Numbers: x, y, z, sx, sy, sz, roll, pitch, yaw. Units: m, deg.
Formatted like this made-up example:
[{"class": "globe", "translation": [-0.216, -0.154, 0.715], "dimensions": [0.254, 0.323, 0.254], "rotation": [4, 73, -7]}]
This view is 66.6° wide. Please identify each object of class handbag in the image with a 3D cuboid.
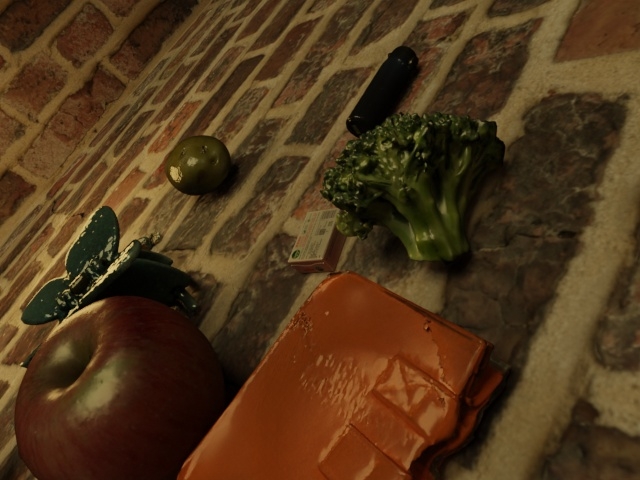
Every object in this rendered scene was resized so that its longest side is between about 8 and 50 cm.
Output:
[{"class": "handbag", "translation": [0.017, 0.253, 0.639], "dimensions": [0.410, 0.116, 0.303], "rotation": [-52, 41, -9]}]

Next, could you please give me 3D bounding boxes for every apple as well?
[{"class": "apple", "translation": [-0.308, 0.260, 0.796], "dimensions": [0.345, 0.269, 0.344], "rotation": [-22, 42, 21]}]

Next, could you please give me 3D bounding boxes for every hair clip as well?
[{"class": "hair clip", "translation": [-0.447, 0.142, 1.059], "dimensions": [0.318, 0.238, 0.392], "rotation": [-52, 35, -10]}]

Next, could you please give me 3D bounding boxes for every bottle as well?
[{"class": "bottle", "translation": [0.146, -0.342, 1.113], "dimensions": [0.082, 0.072, 0.244], "rotation": [14, 65, 36]}]

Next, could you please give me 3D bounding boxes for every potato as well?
[{"class": "potato", "translation": [-0.359, -0.211, 1.391], "dimensions": [0.174, 0.159, 0.251], "rotation": [-36, 21, -31]}]

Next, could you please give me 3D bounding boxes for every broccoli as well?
[{"class": "broccoli", "translation": [0.159, -0.075, 0.787], "dimensions": [0.288, 0.248, 0.245], "rotation": [-14, 82, 21]}]

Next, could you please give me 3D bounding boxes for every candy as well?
[{"class": "candy", "translation": [-0.540, 0.034, 1.411], "dimensions": [0.182, 0.046, 0.053], "rotation": [-44, 39, -3]}]

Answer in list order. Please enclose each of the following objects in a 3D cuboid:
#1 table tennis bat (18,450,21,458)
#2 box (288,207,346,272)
[{"class": "table tennis bat", "translation": [-0.670, 0.446, 1.166], "dimensions": [0.154, 0.019, 0.098], "rotation": [-55, 38, -9]}, {"class": "box", "translation": [0.000, 0.000, 0.946], "dimensions": [0.089, 0.043, 0.125], "rotation": [-5, 52, 40]}]
